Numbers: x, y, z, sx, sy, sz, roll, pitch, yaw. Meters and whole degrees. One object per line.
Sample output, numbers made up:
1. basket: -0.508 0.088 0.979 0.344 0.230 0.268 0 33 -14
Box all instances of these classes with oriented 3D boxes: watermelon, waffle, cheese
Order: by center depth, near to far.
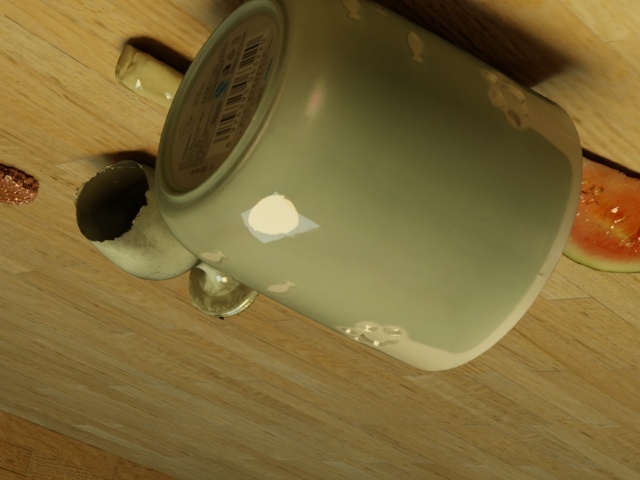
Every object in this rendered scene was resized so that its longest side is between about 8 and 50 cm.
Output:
1. cheese: -0.113 -0.128 1.285 0.194 0.043 0.065 29 179 -34
2. watermelon: 0.295 -0.024 1.323 0.245 0.063 0.119 25 143 -29
3. waffle: -0.386 -0.068 1.642 0.075 0.029 0.083 25 154 -30

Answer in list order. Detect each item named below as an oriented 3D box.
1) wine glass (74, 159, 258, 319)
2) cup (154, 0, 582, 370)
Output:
1. wine glass: -0.171 -0.001 1.555 0.126 0.126 0.241 0 158 31
2. cup: 0.008 -0.077 1.138 0.274 0.259 0.357 26 -173 -29
